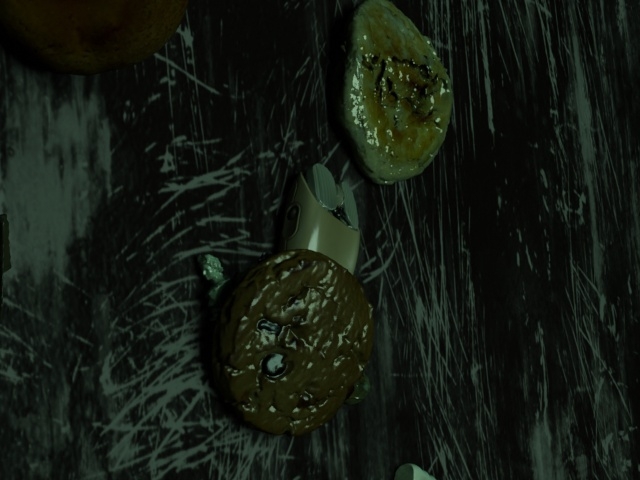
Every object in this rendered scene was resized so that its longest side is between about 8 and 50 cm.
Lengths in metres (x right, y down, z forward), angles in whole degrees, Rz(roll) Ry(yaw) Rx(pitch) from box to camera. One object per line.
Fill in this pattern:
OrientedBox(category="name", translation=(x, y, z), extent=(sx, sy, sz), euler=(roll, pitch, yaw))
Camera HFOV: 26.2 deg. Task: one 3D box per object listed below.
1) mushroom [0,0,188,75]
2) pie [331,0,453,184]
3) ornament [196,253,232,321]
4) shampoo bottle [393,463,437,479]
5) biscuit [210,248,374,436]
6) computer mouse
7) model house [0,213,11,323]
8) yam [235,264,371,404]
OrientedBox(category="mushroom", translation=(-0.304, -0.336, 1.768), extent=(0.254, 0.267, 0.267), euler=(-53, 132, -87))
OrientedBox(category="pie", translation=(0.125, -0.264, 2.409), extent=(0.339, 0.077, 0.339), euler=(18, 68, -51))
OrientedBox(category="ornament", translation=(-0.150, 0.070, 1.991), extent=(0.068, 0.041, 0.092), euler=(50, 33, -62))
OrientedBox(category="shampoo bottle", translation=(0.182, 0.437, 2.350), extent=(0.152, 0.045, 0.077), euler=(37, 53, -44))
OrientedBox(category="biscuit", translation=(-0.032, 0.154, 2.024), extent=(0.296, 0.075, 0.296), euler=(-11, 109, -35))
OrientedBox(category="computer mouse", translation=(0.000, 0.000, 2.176), extent=(0.145, 0.082, 0.237), euler=(36, 55, -43))
OrientedBox(category="model house", translation=(-0.414, 0.051, 1.492), extent=(0.204, 0.211, 0.243), euler=(-40, 108, -48))
OrientedBox(category="yam", translation=(-0.025, 0.148, 2.119), extent=(0.317, 0.067, 0.071), euler=(50, 44, -36))
